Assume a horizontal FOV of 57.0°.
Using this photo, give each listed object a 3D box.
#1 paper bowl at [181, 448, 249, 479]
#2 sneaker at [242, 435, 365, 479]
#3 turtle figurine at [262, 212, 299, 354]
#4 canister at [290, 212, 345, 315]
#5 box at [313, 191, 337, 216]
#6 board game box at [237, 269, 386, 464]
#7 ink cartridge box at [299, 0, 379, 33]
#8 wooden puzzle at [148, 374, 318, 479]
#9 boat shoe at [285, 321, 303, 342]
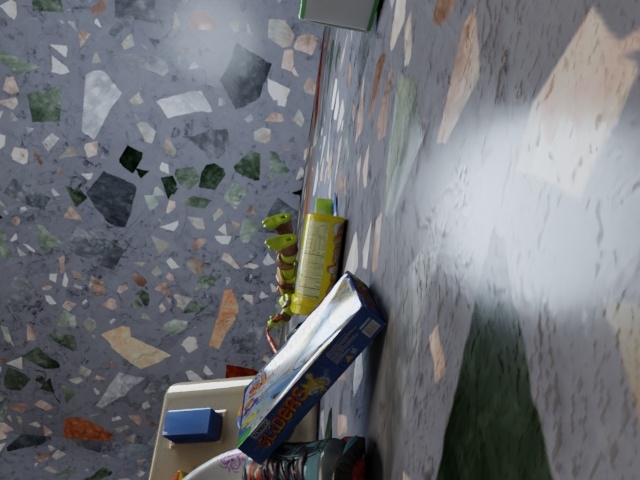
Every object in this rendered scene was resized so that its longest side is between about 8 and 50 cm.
[{"bbox_3d":[-0.117,0.439,0.799,0.148,0.284,0.284,60,-170,-22],"label":"paper bowl"},{"bbox_3d":[-0.023,0.268,0.635,0.262,0.125,0.104,108,167,-64],"label":"sneaker"},{"bbox_3d":[-0.063,0.073,1.139,0.270,0.087,0.217,-84,-8,-51],"label":"turtle figurine"},{"bbox_3d":[-0.004,0.041,1.025,0.126,0.073,0.170,-171,90,-86],"label":"canister"},{"bbox_3d":[0.000,0.000,1.200,0.109,0.042,0.178,-91,8,-53],"label":"box"},{"bbox_3d":[-0.014,0.135,0.663,0.201,0.035,0.136,-50,11,6],"label":"board game box"},{"bbox_3d":[0.047,-0.505,0.908,0.211,0.121,0.289,106,170,-57],"label":"ink cartridge box"},{"bbox_3d":[-0.167,0.384,1.032,0.081,0.322,0.348,63,-156,-46],"label":"wooden puzzle"},{"bbox_3d":[-0.038,0.204,1.151,0.219,0.077,0.070,-143,59,-86],"label":"boat shoe"}]
